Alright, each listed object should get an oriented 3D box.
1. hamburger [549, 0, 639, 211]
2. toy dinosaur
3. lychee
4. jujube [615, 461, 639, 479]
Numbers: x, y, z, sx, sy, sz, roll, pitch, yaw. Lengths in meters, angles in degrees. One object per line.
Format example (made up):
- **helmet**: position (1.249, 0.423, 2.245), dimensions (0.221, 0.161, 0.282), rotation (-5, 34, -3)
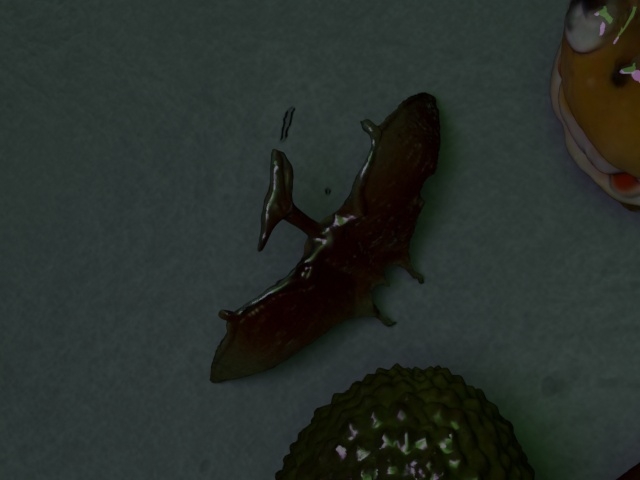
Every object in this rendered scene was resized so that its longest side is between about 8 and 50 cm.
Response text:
- **hamburger**: position (0.338, -0.157, 1.392), dimensions (0.276, 0.237, 0.276), rotation (-3, 77, 12)
- **toy dinosaur**: position (0.003, 0.009, 1.500), dimensions (0.207, 0.113, 0.327), rotation (8, 106, -24)
- **lychee**: position (0.076, 0.265, 1.362), dimensions (0.270, 0.270, 0.320), rotation (34, 125, 14)
- **jujube**: position (0.330, 0.300, 1.268), dimensions (0.276, 0.276, 0.377), rotation (46, 53, 14)
